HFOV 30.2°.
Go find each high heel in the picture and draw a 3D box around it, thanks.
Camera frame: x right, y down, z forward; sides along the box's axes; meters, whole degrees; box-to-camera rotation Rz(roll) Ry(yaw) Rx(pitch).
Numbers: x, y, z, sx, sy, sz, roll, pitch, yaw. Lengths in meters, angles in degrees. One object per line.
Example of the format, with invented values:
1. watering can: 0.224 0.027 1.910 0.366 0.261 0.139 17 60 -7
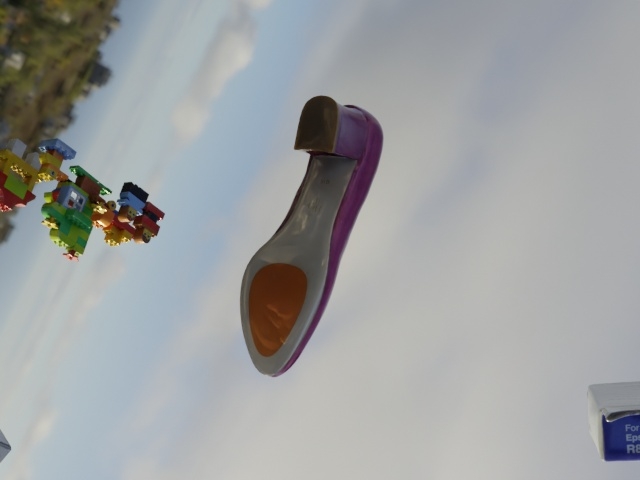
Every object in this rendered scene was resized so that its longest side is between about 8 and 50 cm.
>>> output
1. high heel: 0.000 0.000 1.029 0.117 0.082 0.244 18 80 -62

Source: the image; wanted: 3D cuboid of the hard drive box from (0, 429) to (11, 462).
1. hard drive box: -0.427 0.135 1.135 0.089 0.181 0.232 -50 -133 2

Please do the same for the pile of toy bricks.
1. pile of toy bricks: -0.289 -0.028 1.412 0.118 0.212 0.105 -3 -120 38

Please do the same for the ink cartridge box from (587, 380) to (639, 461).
1. ink cartridge box: 0.303 0.124 0.829 0.224 0.223 0.045 15 71 -79
